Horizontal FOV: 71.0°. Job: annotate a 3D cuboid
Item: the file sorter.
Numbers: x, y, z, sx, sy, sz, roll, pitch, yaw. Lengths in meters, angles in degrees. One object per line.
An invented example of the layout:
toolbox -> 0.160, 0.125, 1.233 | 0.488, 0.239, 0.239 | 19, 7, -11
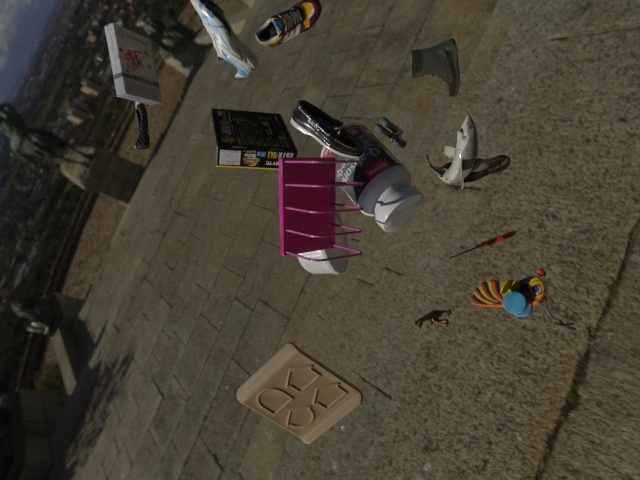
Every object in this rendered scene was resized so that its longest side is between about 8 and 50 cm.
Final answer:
file sorter -> 0.011, -0.097, 1.317 | 0.182, 0.202, 0.290 | 13, 107, 52

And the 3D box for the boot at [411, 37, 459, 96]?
boot -> 0.419, -0.611, 1.637 | 0.165, 0.213, 0.077 | -12, 42, 11

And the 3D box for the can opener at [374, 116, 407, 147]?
can opener -> 0.339, -0.489, 2.057 | 0.095, 0.283, 0.076 | 45, 108, 17

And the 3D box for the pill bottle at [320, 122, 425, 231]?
pill bottle -> 0.177, -0.216, 1.530 | 0.210, 0.210, 0.363 | -48, 60, 20

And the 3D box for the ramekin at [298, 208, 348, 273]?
ramekin -> 0.000, 0.000, 1.661 | 0.127, 0.273, 0.273 | -12, 59, 22

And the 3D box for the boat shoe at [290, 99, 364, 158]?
boat shoe -> 0.014, -0.166, 0.666 | 0.125, 0.046, 0.038 | 34, 131, 12

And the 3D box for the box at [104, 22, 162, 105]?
box -> -0.519, -0.484, 1.250 | 0.038, 0.145, 0.186 | -9, 92, 20

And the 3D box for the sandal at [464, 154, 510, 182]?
sandal -> 0.599, -0.282, 1.697 | 0.219, 0.090, 0.060 | -18, 47, 20

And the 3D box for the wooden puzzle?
wooden puzzle -> -0.073, 0.543, 1.613 | 0.322, 0.348, 0.080 | -45, 15, 19

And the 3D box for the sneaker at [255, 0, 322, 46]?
sneaker -> -0.081, -0.557, 1.151 | 0.185, 0.069, 0.084 | -26, 12, 22

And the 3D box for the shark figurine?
shark figurine -> 0.381, -0.197, 1.197 | 0.278, 0.116, 0.166 | 109, 155, -77

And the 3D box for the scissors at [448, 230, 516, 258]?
scissors -> 0.566, 0.012, 1.553 | 0.109, 0.297, 0.021 | -24, 83, 53

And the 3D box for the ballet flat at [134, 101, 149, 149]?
ballet flat -> -0.594, -0.384, 1.475 | 0.057, 0.049, 0.173 | -24, 73, 62

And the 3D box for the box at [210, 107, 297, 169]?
box -> -0.236, -0.351, 1.532 | 0.322, 0.257, 0.079 | -113, 27, -50

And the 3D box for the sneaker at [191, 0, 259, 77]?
sneaker -> -0.260, -0.531, 1.171 | 0.086, 0.237, 0.085 | -29, 35, 17

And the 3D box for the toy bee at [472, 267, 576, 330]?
toy bee -> 0.647, 0.164, 1.418 | 0.298, 0.195, 0.162 | 14, 83, 19

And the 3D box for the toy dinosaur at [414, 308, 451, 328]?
toy dinosaur -> 0.429, 0.273, 1.651 | 0.112, 0.211, 0.064 | 2, 98, 46
